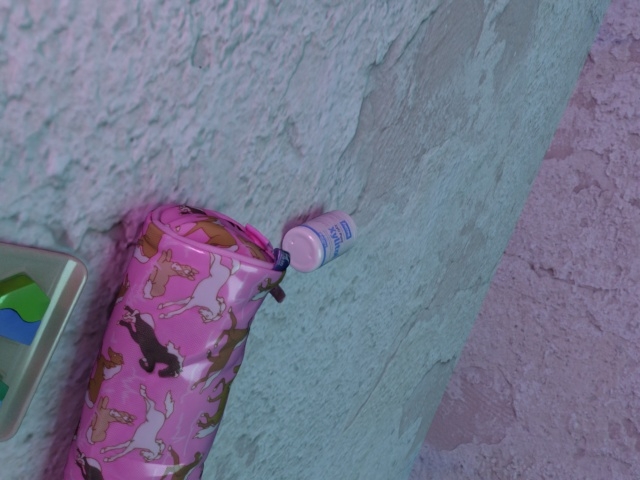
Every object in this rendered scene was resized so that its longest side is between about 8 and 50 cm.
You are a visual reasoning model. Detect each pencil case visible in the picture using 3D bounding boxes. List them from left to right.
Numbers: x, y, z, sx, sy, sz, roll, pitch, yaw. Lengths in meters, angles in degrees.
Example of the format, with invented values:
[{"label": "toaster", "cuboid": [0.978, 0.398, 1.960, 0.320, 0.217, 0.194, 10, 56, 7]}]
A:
[{"label": "pencil case", "cuboid": [-0.163, 0.159, 0.668, 0.160, 0.167, 0.386, -114, -135, -78]}]

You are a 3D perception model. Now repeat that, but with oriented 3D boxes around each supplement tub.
[{"label": "supplement tub", "cuboid": [0.000, 0.000, 0.915, 0.107, 0.071, 0.071, -29, 136, -49]}]

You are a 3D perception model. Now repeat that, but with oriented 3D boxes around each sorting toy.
[{"label": "sorting toy", "cuboid": [-0.299, 0.090, 0.490, 0.193, 0.038, 0.208, -65, 153, 1]}]
